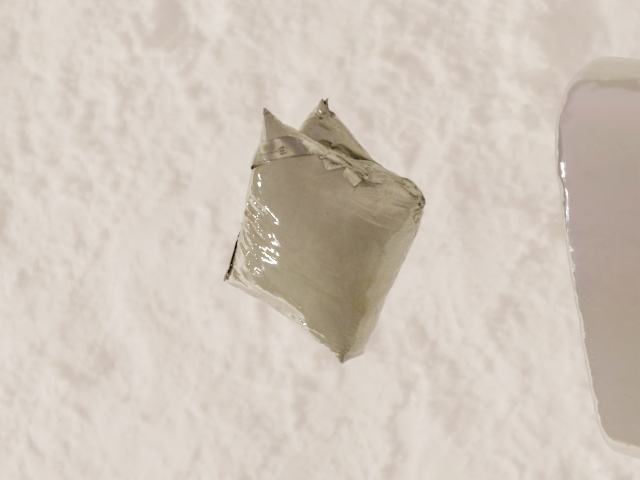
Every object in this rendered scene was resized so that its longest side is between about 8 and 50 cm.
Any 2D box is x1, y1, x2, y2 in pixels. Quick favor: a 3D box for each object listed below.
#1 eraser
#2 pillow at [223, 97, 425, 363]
[{"bbox_3d":[0.286,-0.021,0.909,0.150,0.331,0.331,14,101,36],"label":"eraser"},{"bbox_3d":[0.000,0.000,0.946,0.134,0.078,0.181,37,133,20],"label":"pillow"}]
